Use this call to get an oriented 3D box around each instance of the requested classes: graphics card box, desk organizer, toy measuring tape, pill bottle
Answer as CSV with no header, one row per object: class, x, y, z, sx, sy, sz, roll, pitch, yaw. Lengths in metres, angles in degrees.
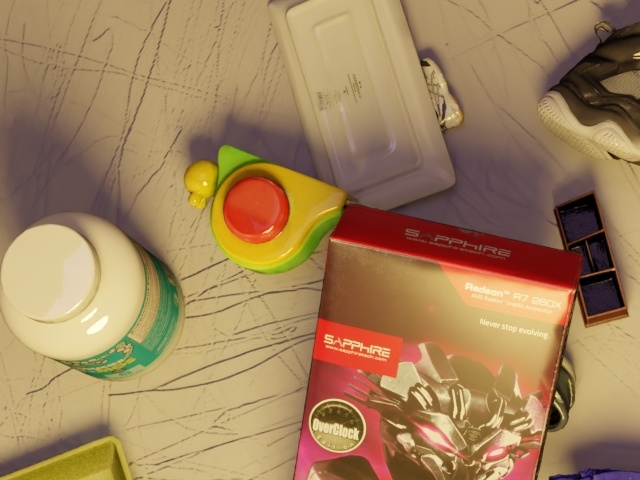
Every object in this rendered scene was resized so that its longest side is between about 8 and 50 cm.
graphics card box,0.100,0.170,1.602,0.233,0.094,0.371,13,113,8
desk organizer,0.276,0.018,1.718,0.047,0.050,0.130,-15,76,6
toy measuring tape,0.000,0.000,1.730,0.330,0.121,0.121,22,82,16
pill bottle,-0.233,0.055,1.682,0.146,0.264,0.146,-2,78,9

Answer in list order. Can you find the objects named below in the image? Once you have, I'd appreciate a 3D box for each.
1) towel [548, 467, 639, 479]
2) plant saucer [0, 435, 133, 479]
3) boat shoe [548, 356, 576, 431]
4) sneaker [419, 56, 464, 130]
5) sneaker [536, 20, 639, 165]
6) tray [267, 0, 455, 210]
towel,0.329,0.368,1.570,0.228,0.076,0.308,4,69,-10
plant saucer,-0.262,0.321,1.744,0.188,0.045,0.188,-21,76,4
boat shoe,0.141,0.105,1.665,0.254,0.079,0.095,37,116,-9
sneaker,0.120,-0.155,1.789,0.037,0.032,0.083,-26,75,3
sneaker,0.361,-0.135,1.694,0.268,0.101,0.153,26,82,28
tray,0.037,-0.161,1.792,0.145,0.030,0.270,-21,75,17
